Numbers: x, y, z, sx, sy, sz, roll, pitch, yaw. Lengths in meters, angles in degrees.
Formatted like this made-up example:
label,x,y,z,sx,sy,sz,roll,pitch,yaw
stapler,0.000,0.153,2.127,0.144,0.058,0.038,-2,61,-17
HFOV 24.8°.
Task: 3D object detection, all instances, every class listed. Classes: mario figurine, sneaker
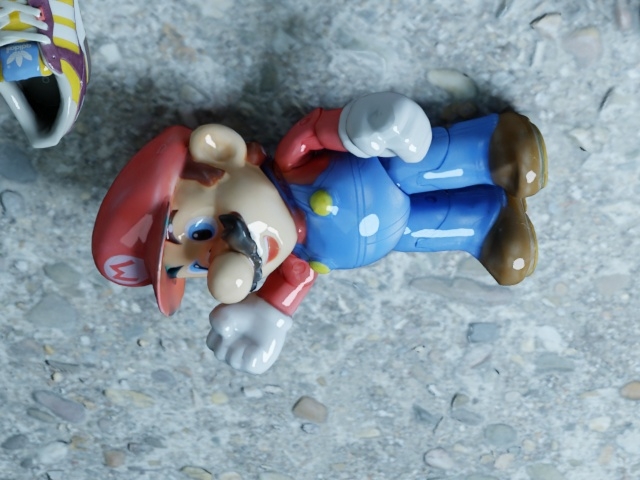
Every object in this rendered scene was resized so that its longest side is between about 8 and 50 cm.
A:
label,x,y,z,sx,sy,sz,roll,pitch,yaw
mario figurine,0.000,0.000,1.026,0.320,0.170,0.198,-6,95,-5
sneaker,-0.195,-0.150,0.963,0.069,0.084,0.185,-9,129,7
